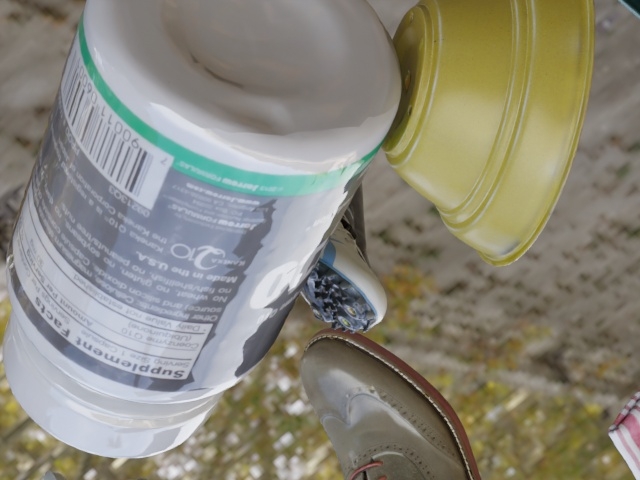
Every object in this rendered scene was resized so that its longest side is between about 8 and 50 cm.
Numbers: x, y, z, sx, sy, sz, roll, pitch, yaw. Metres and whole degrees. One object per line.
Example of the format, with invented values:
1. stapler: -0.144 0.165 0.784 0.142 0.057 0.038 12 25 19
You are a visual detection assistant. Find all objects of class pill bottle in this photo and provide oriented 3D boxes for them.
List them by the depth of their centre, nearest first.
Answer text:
1. pill bottle: -0.100 -0.017 1.057 0.204 0.361 0.204 13 -133 -15

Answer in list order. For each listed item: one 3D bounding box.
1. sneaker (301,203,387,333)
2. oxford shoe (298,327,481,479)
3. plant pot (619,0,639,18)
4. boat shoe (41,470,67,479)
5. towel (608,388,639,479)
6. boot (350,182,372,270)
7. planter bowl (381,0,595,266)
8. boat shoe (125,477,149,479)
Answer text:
1. sneaker: 0.000 0.000 1.214 0.085 0.086 0.237 62 170 -28
2. oxford shoe: 0.079 0.240 1.483 0.130 0.123 0.348 -27 -104 -47
3. plant pot: 0.338 -0.357 1.497 0.166 0.165 0.234 35 -141 -19
4. boat shoe: -0.329 0.402 2.110 0.070 0.078 0.219 10 -150 -35
5. towel: 0.427 0.203 1.801 0.144 0.197 0.029 53 160 -26
6. boot: -0.001 -0.034 2.008 0.189 0.076 0.208 31 -135 -44
7. planter bowl: 0.093 -0.097 1.006 0.090 0.217 0.217 10 -154 -13
8. boat shoe: -0.253 0.375 2.155 0.096 0.098 0.277 9 165 14
